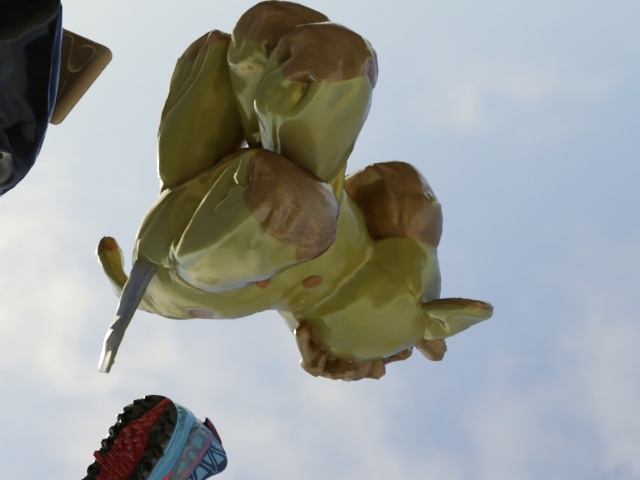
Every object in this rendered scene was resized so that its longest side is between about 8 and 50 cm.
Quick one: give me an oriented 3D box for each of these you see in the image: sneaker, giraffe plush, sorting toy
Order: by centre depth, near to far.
[{"bbox_3d":[0.000,0.000,0.763,0.210,0.170,0.181,-63,-152,6],"label":"giraffe plush"},{"bbox_3d":[-0.165,-0.088,0.870,0.062,0.012,0.083,28,-102,43],"label":"sorting toy"},{"bbox_3d":[-0.182,0.278,1.387,0.262,0.125,0.104,-52,-139,6],"label":"sneaker"}]

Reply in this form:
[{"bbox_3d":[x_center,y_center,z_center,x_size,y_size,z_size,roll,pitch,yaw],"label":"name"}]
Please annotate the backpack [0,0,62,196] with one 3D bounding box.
[{"bbox_3d":[-0.364,-0.083,0.806,0.356,0.273,0.290,8,-172,-33],"label":"backpack"}]
